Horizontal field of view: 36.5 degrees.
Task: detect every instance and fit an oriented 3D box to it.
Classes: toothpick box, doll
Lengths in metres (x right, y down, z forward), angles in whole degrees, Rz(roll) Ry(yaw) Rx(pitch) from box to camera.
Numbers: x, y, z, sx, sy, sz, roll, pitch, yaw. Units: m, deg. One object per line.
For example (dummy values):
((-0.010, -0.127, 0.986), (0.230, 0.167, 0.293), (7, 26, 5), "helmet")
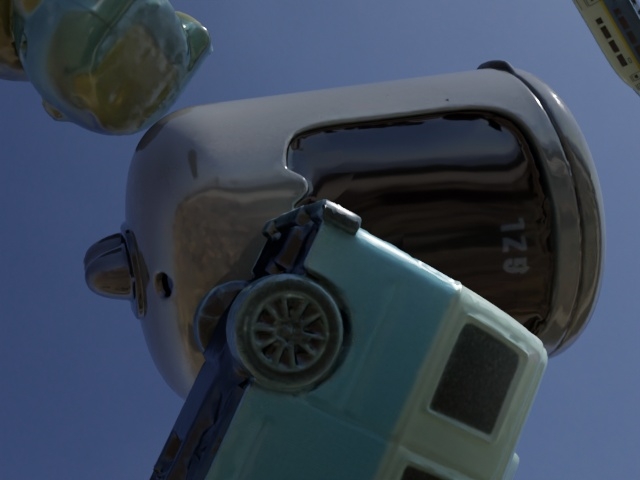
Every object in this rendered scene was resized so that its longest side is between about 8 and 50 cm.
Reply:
((0.000, 0.000, 0.661), (0.316, 0.229, 0.229), (-8, -56, -15), "toothpick box")
((-0.251, -0.209, 0.902), (0.161, 0.260, 0.177), (-56, -26, -7), "doll")

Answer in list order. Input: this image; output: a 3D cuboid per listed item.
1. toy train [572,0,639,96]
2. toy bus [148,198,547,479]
((0.318, -0.181, 0.966), (0.051, 0.052, 0.234), (-26, -62, 28), "toy train")
((-0.010, 0.136, 0.463), (0.164, 0.133, 0.271), (27, -100, -12), "toy bus")
